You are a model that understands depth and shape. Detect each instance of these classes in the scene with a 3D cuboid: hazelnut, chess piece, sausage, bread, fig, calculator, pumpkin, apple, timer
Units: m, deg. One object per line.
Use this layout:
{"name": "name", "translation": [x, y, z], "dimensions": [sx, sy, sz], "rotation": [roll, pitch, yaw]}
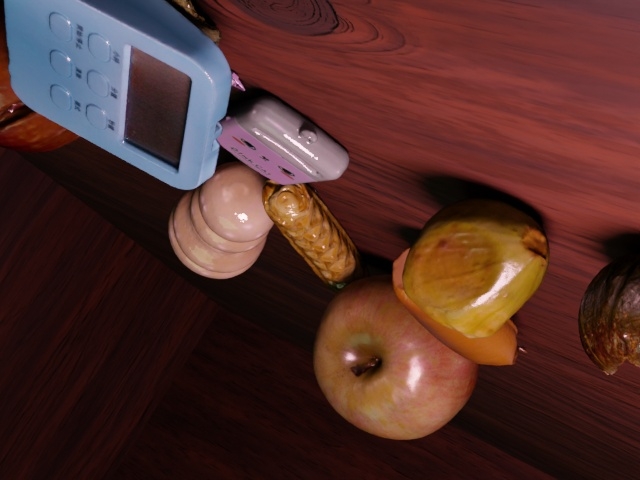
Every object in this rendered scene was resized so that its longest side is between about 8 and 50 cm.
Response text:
{"name": "hazelnut", "translation": [-0.362, -0.227, 1.442], "dimensions": [0.218, 0.218, 0.234], "rotation": [29, -172, 13]}
{"name": "chess piece", "translation": [-0.143, -0.037, 1.759], "dimensions": [0.167, 0.167, 0.300], "rotation": [33, 166, -6]}
{"name": "sausage", "translation": [0.203, 0.105, 1.546], "dimensions": [0.112, 0.112, 0.328], "rotation": [23, 169, 38]}
{"name": "bread", "translation": [0.000, 0.001, 1.708], "dimensions": [0.084, 0.077, 0.367], "rotation": [25, 168, 27]}
{"name": "fig", "translation": [0.168, 0.025, 1.176], "dimensions": [0.154, 0.144, 0.165], "rotation": [1, 158, -23]}
{"name": "calculator", "translation": [-0.054, -0.121, 1.391], "dimensions": [0.141, 0.045, 0.246], "rotation": [35, 168, -19]}
{"name": "pumpkin", "translation": [0.304, 0.066, 1.029], "dimensions": [0.107, 0.119, 0.183], "rotation": [36, 163, -30]}
{"name": "apple", "translation": [0.125, 0.175, 1.740], "dimensions": [0.257, 0.257, 0.234], "rotation": [24, -162, 35]}
{"name": "timer", "translation": [-0.216, -0.175, 1.207], "dimensions": [0.250, 0.091, 0.232], "rotation": [37, 148, 12]}

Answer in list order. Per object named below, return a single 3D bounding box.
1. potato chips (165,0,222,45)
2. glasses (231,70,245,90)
{"name": "potato chips", "translation": [-0.165, -0.244, 1.205], "dimensions": [0.142, 0.026, 0.209], "rotation": [26, 170, 15]}
{"name": "glasses", "translation": [-0.163, -0.165, 1.338], "dimensions": [0.140, 0.104, 0.062], "rotation": [13, 157, 51]}
